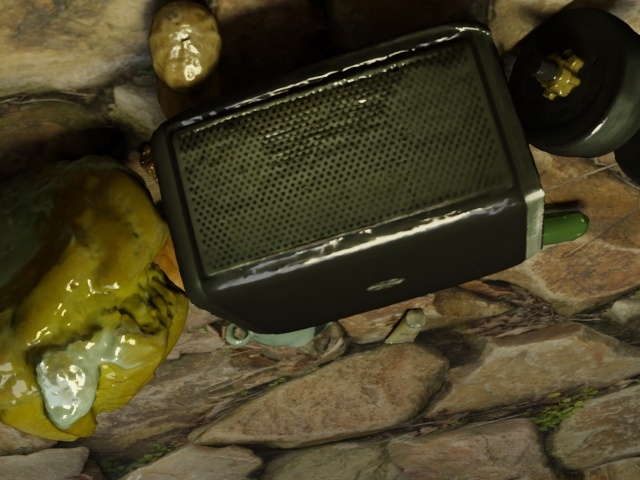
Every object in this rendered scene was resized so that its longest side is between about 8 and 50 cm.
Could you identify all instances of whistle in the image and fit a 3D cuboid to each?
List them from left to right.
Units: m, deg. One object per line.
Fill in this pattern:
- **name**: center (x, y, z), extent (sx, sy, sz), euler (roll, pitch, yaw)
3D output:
- **whistle**: center (-0.043, 0.074, 1.800), extent (0.290, 0.163, 0.163), euler (-40, 165, -27)

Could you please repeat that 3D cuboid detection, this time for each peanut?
- **peanut**: center (-0.152, -0.193, 1.289), extent (0.089, 0.089, 0.192), euler (-7, 152, -5)

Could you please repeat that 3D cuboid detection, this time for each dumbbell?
- **dumbbell**: center (0.392, -0.165, 1.415), extent (0.388, 0.185, 0.185), euler (16, 143, -38)

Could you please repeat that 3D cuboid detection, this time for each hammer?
- **hammer**: center (0.266, -0.013, 1.755), extent (0.336, 0.118, 0.206), euler (-9, 153, -16)

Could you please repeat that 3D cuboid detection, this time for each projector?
- **projector**: center (0.043, -0.057, 1.361), extent (0.405, 0.242, 0.395), euler (-17, 168, 7)

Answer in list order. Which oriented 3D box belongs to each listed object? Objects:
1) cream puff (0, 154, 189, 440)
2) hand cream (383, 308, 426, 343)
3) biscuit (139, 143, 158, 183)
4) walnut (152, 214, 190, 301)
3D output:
- **cream puff**: center (-0.323, 0.088, 1.459), extent (0.378, 0.378, 0.275), euler (-24, 133, 26)
- **hand cream**: center (0.163, 0.171, 2.133), extent (0.061, 0.039, 0.143), euler (-6, 157, -12)
- **biscuit**: center (-0.141, -0.126, 1.475), extent (0.199, 0.034, 0.064), euler (-18, 152, 13)
- **walnut**: center (-0.171, 0.021, 1.635), extent (0.144, 0.144, 0.180), euler (-21, 146, 21)
